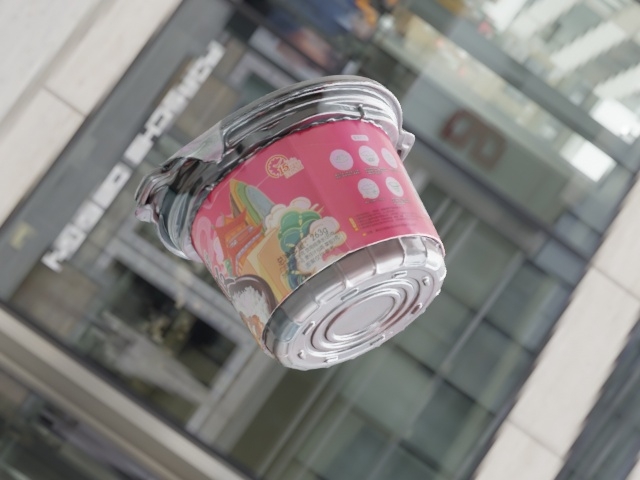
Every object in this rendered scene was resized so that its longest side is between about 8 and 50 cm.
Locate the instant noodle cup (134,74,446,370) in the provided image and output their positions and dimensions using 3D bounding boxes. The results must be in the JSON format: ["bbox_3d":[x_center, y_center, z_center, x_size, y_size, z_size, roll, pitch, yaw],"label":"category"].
[{"bbox_3d":[0.000,0.000,1.455,0.302,0.182,0.258,-16,151,-27],"label":"instant noodle cup"}]
